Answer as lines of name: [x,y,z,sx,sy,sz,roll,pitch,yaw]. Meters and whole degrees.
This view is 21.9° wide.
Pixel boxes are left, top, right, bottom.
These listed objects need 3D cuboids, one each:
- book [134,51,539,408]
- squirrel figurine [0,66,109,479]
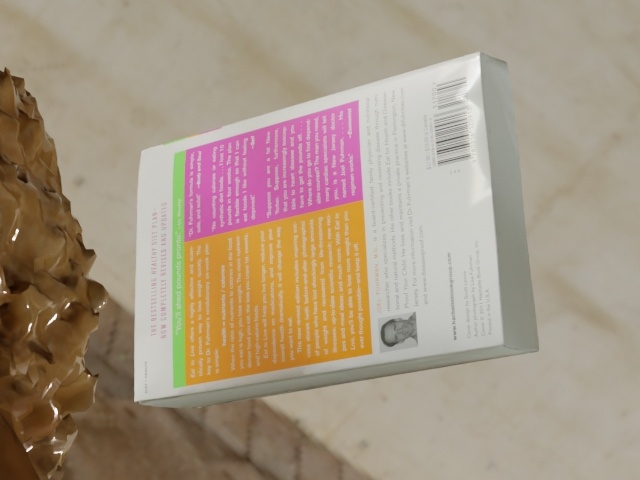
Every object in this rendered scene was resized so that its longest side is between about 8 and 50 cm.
book: [0.000,0.000,0.559,0.035,0.144,0.096,13,69,-53]
squirrel figurine: [-0.200,0.058,0.271,0.281,0.397,0.370,3,-19,33]
